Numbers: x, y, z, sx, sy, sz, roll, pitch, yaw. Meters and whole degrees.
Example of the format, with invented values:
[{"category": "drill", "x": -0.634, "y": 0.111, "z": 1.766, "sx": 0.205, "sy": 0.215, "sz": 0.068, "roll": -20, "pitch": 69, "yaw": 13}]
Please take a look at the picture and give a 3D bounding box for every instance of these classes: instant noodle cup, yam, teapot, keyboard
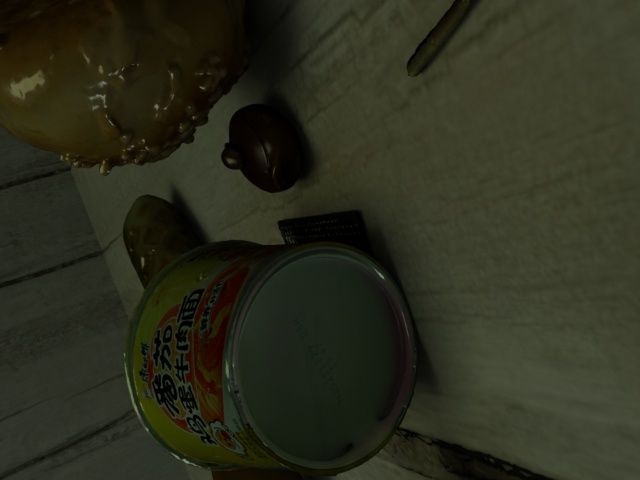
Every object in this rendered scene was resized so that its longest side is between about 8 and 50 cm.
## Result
[{"category": "instant noodle cup", "x": -0.044, "y": 0.112, "z": 0.604, "sx": 0.200, "sy": 0.264, "sz": 0.264, "roll": -15, "pitch": 96, "yaw": 56}, {"category": "yam", "x": 0.085, "y": -0.146, "z": 0.408, "sx": 0.014, "sy": 0.014, "sz": 0.107, "roll": 63, "pitch": 154, "yaw": 11}, {"category": "teapot", "x": -0.070, "y": -0.098, "z": 0.669, "sx": 0.129, "sy": 0.078, "sz": 0.098, "roll": 41, "pitch": 143, "yaw": 43}, {"category": "keyboard", "x": 0.000, "y": 0.000, "z": 0.688, "sx": 0.198, "sy": 0.010, "sz": 0.063, "roll": -4, "pitch": 108, "yaw": 63}]

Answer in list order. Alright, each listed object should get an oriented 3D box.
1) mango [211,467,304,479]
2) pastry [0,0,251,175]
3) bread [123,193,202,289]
[{"category": "mango", "x": -0.103, "y": 0.417, "z": 1.004, "sx": 0.254, "sy": 0.139, "sz": 0.175, "roll": 43, "pitch": 144, "yaw": 50}, {"category": "pastry", "x": -0.206, "y": -0.195, "z": 0.634, "sx": 0.315, "sy": 0.285, "sz": 0.184, "roll": -104, "pitch": -6, "yaw": -50}, {"category": "bread", "x": -0.291, "y": 0.026, "z": 1.135, "sx": 0.267, "sy": 0.130, "sz": 0.152, "roll": 53, "pitch": 155, "yaw": 31}]
